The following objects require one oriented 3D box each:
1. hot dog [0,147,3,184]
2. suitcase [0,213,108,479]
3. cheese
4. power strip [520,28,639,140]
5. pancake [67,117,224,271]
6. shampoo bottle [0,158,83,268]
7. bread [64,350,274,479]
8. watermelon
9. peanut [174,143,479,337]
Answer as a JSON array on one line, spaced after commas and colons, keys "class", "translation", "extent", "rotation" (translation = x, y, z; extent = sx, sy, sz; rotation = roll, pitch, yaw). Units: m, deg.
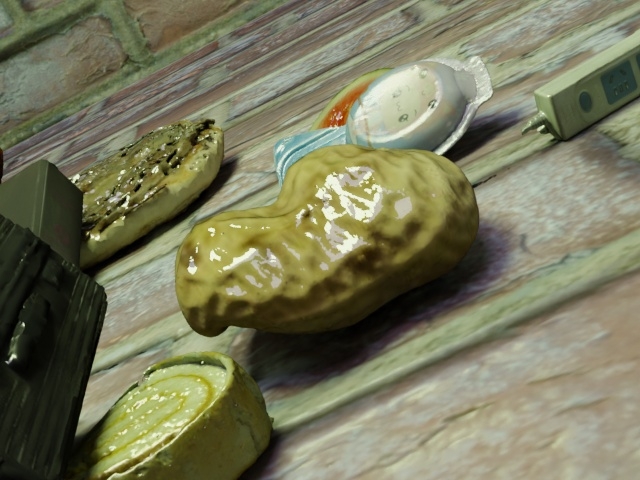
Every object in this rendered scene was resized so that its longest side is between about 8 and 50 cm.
[{"class": "hot dog", "translation": [-0.587, -0.050, 1.154], "extent": [0.387, 0.174, 0.267], "rotation": [-4, 47, -4]}, {"class": "suitcase", "translation": [-0.262, 0.126, 0.583], "extent": [0.229, 0.152, 0.335], "rotation": [-50, 17, 11]}, {"class": "cheese", "translation": [0.058, -0.108, 0.937], "extent": [0.244, 0.052, 0.135], "rotation": [-26, 48, 20]}, {"class": "power strip", "translation": [0.251, -0.139, 0.808], "extent": [0.191, 0.047, 0.030], "rotation": [-31, 26, -8]}, {"class": "pancake", "translation": [-0.287, -0.057, 1.288], "extent": [0.382, 0.071, 0.382], "rotation": [-27, 23, 12]}, {"class": "shampoo bottle", "translation": [-0.329, -0.006, 1.090], "extent": [0.079, 0.080, 0.246], "rotation": [-29, 40, 13]}, {"class": "bread", "translation": [-0.104, 0.136, 0.578], "extent": [0.156, 0.064, 0.117], "rotation": [-41, 19, -28]}, {"class": "watermelon", "translation": [0.052, -0.134, 1.061], "extent": [0.119, 0.063, 0.245], "rotation": [-52, 28, -21]}, {"class": "peanut", "translation": [0.000, 0.000, 0.706], "extent": [0.233, 0.110, 0.197], "rotation": [-32, 25, -10]}]
